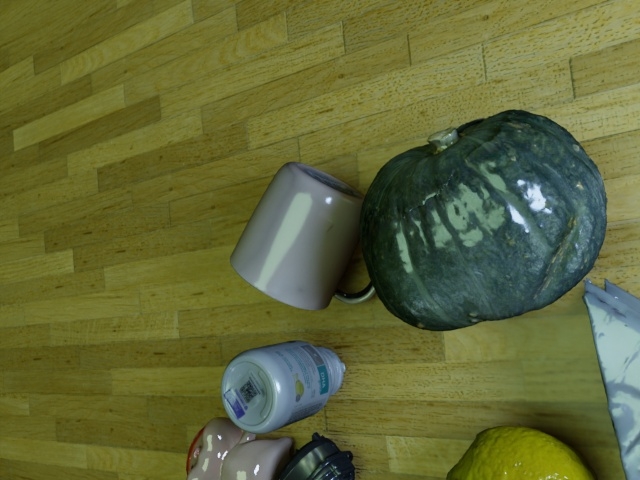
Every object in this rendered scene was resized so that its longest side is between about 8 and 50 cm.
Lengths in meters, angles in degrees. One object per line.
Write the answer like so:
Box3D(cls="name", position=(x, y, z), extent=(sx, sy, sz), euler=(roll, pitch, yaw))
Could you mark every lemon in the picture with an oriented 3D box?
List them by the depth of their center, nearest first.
Box3D(cls="lemon", position=(0.283, 0.347, 0.826), extent=(0.193, 0.180, 0.181), euler=(-10, 83, 55))

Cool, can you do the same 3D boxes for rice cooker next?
Box3D(cls="rice cooker", position=(-0.011, 0.425, 1.062), extent=(0.106, 0.112, 0.165), euler=(39, 109, 35))

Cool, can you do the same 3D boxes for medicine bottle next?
Box3D(cls="medicine bottle", position=(-0.054, 0.241, 1.030), extent=(0.135, 0.215, 0.135), euler=(-1, 89, 35))

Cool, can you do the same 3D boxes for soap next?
Box3D(cls="soap", position=(0.407, 0.234, 0.759), extent=(0.302, 0.159, 0.258), euler=(39, 112, 30))

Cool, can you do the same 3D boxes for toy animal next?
Box3D(cls="toy animal", position=(-0.166, 0.423, 1.145), extent=(0.197, 0.171, 0.171), euler=(5, 92, 30))

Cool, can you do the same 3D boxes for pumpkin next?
Box3D(cls="pumpkin", position=(0.212, -0.030, 0.824), extent=(0.327, 0.291, 0.257), euler=(-25, 102, 20))

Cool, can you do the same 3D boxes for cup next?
Box3D(cls="cup", position=(0.000, 0.000, 1.035), extent=(0.253, 0.191, 0.200), euler=(28, 103, 1))
